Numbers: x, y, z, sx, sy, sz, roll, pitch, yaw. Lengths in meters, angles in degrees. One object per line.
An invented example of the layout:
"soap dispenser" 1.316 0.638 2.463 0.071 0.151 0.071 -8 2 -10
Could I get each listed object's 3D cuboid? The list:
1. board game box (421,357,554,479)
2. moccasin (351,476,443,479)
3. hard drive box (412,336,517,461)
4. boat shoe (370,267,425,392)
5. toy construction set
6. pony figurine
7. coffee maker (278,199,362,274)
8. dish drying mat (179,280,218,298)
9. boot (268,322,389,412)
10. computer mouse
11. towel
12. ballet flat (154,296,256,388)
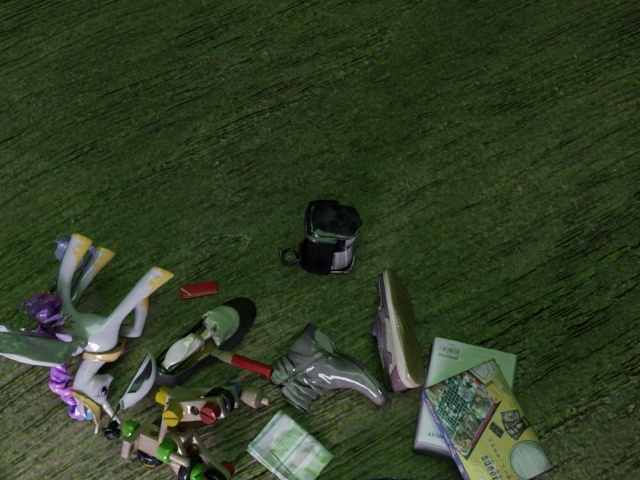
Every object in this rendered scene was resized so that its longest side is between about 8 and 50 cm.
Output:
"board game box" 0.328 0.376 1.792 0.165 0.042 0.243 -21 67 -12
"moccasin" 0.136 0.531 1.766 0.341 0.117 0.138 -2 64 -3
"hard drive box" 0.301 0.339 1.882 0.181 0.089 0.232 13 64 4
"boat shoe" 0.152 0.193 1.947 0.092 0.103 0.285 -26 55 24
"toy construction set" -0.265 0.344 1.802 0.237 0.257 0.309 18 51 22
"pony figurine" -0.514 0.177 1.839 0.351 0.303 0.364 25 81 -20
"coffee maker" 0.000 0.000 1.990 0.171 0.178 0.120 -18 65 -11
"dish drying mat" -0.272 0.110 2.021 0.083 0.008 0.032 -9 63 -6
"boot" 0.011 0.305 1.909 0.246 0.083 0.161 38 79 17
"computer mouse" -0.376 0.315 1.817 0.042 0.106 0.193 32 72 -8
"towel" -0.062 0.435 1.860 0.152 0.023 0.113 37 69 15
"ballet flat" -0.245 0.211 1.923 0.095 0.096 0.280 41 69 17
